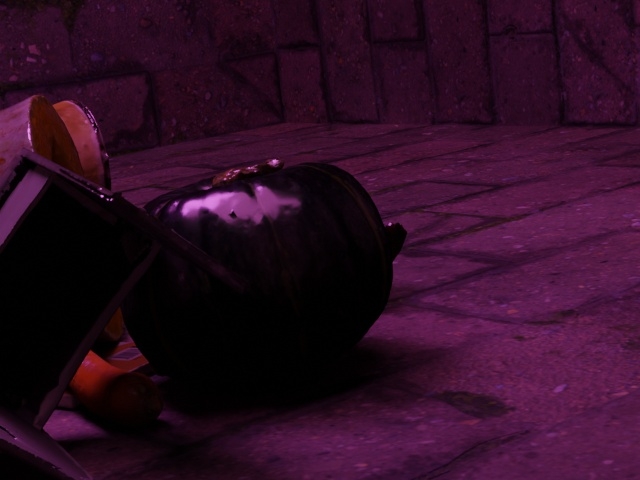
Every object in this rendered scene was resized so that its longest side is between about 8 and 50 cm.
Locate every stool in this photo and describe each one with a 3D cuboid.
[{"bbox_3d":[-0.248,0.072,1.237,0.170,0.243,0.270,36,-8,-32],"label":"stool"}]

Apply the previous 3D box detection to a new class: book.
[{"bbox_3d":[-0.344,0.158,1.615,0.296,0.020,0.208,1,13,34],"label":"book"}]

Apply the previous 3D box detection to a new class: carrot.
[{"bbox_3d":[-0.256,0.149,1.439,0.062,0.066,0.271,-48,37,-17],"label":"carrot"}]

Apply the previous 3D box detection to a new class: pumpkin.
[{"bbox_3d":[-0.078,0.038,1.491,0.323,0.241,0.323,-17,9,3],"label":"pumpkin"},{"bbox_3d":[-0.392,0.001,1.651,0.199,0.332,0.332,-20,11,2],"label":"pumpkin"}]

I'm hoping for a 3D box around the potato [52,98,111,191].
[{"bbox_3d":[-0.505,-0.017,1.898,0.296,0.289,0.397,-11,-14,-34],"label":"potato"}]

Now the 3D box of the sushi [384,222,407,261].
[{"bbox_3d":[-0.003,0.000,1.821,0.167,0.179,0.296,-4,11,-15],"label":"sushi"}]
